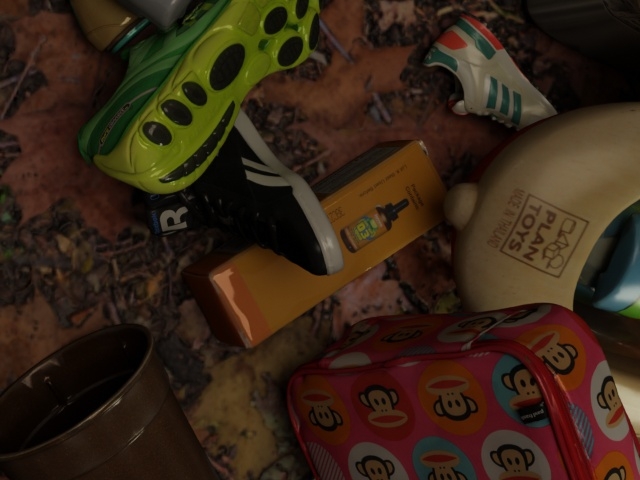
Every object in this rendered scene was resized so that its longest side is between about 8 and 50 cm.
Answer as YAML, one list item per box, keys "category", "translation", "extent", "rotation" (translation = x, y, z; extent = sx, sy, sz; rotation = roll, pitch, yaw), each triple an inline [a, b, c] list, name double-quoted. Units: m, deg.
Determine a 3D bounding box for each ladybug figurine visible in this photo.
- category: "ladybug figurine"
  translation: [0.294, 0.016, 1.672]
  extent: [0.449, 0.162, 0.305]
  rotation: [21, 103, -28]

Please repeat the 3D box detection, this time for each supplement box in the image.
- category: "supplement box"
  translation: [0.000, 0.000, 1.615]
  extent: [0.233, 0.080, 0.078]
  rotation: [-32, 104, -18]

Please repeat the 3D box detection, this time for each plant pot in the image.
- category: "plant pot"
  translation: [-0.167, 0.183, 1.509]
  extent: [0.167, 0.167, 0.165]
  rotation: [-38, 112, -18]

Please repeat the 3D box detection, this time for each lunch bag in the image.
- category: "lunch bag"
  translation: [0.128, 0.190, 1.558]
  extent: [0.120, 0.293, 0.258]
  rotation: [-34, 108, -44]

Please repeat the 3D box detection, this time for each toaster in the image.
- category: "toaster"
  translation: [0.312, -0.224, 1.707]
  extent: [0.227, 0.146, 0.129]
  rotation: [22, 82, -22]

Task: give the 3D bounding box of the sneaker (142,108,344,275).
- category: "sneaker"
  translation: [-0.077, -0.020, 1.530]
  extent: [0.121, 0.217, 0.079]
  rotation: [-27, 136, -13]

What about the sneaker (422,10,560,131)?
- category: "sneaker"
  translation: [0.158, -0.130, 1.700]
  extent: [0.075, 0.057, 0.161]
  rotation: [-41, 108, 0]

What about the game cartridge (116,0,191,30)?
- category: "game cartridge"
  translation: [-0.113, -0.335, 1.532]
  extent: [0.198, 0.062, 0.297]
  rotation: [37, 72, 3]

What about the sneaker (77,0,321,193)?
- category: "sneaker"
  translation: [-0.100, -0.159, 1.544]
  extent: [0.295, 0.123, 0.109]
  rotation: [-50, 137, -35]

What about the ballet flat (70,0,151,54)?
- category: "ballet flat"
  translation: [-0.113, -0.248, 1.565]
  extent: [0.232, 0.080, 0.073]
  rotation: [-39, 93, -19]

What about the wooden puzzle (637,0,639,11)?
- category: "wooden puzzle"
  translation: [0.454, -0.110, 1.600]
  extent: [0.322, 0.080, 0.348]
  rotation: [-15, 81, -38]
